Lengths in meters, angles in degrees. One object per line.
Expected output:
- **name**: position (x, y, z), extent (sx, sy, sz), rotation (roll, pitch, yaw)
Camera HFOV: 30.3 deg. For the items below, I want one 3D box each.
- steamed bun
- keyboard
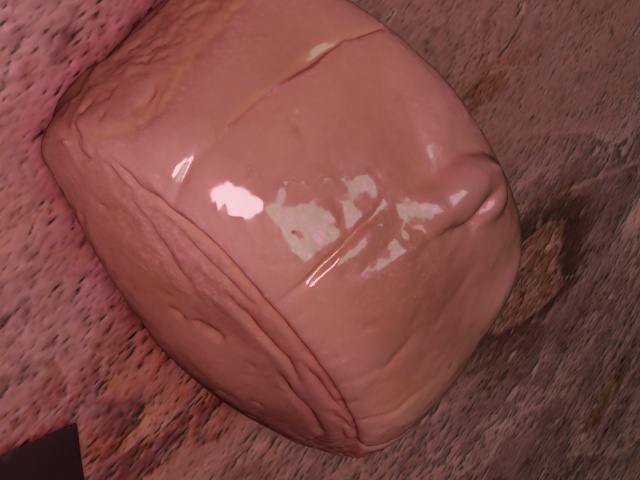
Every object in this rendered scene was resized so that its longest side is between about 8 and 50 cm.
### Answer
- **steamed bun**: position (0.004, 0.003, 0.831), extent (0.247, 0.236, 0.384), rotation (-51, 135, -22)
- **keyboard**: position (-0.242, 0.188, 0.791), extent (0.196, 0.015, 0.074), rotation (-22, 116, -43)
